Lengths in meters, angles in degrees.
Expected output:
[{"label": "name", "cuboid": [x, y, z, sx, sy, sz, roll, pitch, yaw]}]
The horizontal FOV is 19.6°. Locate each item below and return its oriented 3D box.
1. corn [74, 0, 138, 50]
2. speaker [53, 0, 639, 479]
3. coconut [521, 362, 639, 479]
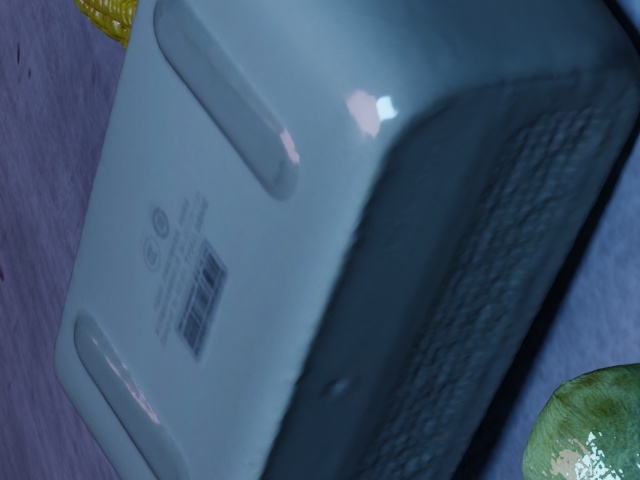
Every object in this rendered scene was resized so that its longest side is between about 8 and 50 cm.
[{"label": "corn", "cuboid": [-0.076, -0.150, 1.167, 0.313, 0.102, 0.102, -146, 50, -59]}, {"label": "speaker", "cuboid": [0.000, 0.000, 0.943, 0.184, 0.183, 0.406, 56, 142, 33]}, {"label": "coconut", "cuboid": [0.133, 0.094, 0.824, 0.096, 0.088, 0.088, 48, 142, 39]}]
